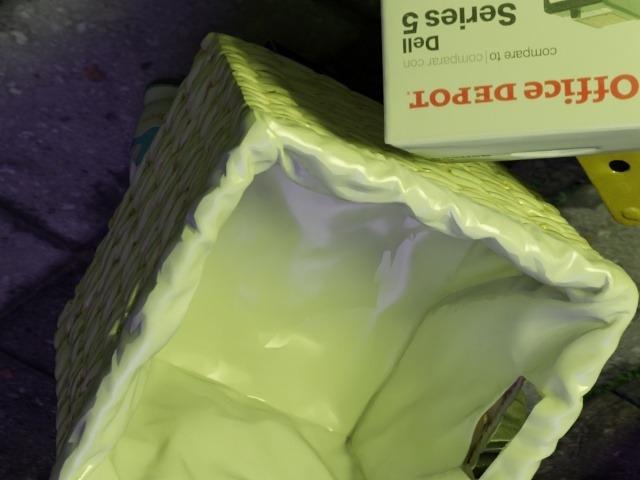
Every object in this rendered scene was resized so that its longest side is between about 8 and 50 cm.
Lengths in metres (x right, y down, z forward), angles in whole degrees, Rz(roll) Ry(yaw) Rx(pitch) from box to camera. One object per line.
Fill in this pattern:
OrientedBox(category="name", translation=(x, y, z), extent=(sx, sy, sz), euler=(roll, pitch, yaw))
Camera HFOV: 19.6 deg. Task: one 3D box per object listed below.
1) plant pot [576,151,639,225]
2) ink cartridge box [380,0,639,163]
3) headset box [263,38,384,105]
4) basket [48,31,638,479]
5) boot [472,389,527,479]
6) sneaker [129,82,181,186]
OrientedBox(category="plant pot", translation=(0.272, -0.133, 1.379), extent=(0.212, 0.187, 0.212), euler=(-10, 138, 28))
OrientedBox(category="ink cartridge box", translation=(0.147, -0.196, 1.248), extent=(0.198, 0.272, 0.115), euler=(-3, 176, 21))
OrientedBox(category="headset box", translation=(0.000, 0.000, 1.599), extent=(0.283, 0.131, 0.246), euler=(27, 106, -21))
OrientedBox(category="basket", translation=(0.002, 0.062, 1.407), extent=(0.331, 0.266, 0.328), euler=(24, 108, -18))
OrientedBox(category="boot", translation=(0.044, 0.130, 1.783), extent=(0.338, 0.222, 0.118), euler=(-3, 143, 21))
OrientedBox(category="sneaker", translation=(-0.138, -0.041, 1.717), extent=(0.087, 0.092, 0.228), euler=(5, 144, 10))
